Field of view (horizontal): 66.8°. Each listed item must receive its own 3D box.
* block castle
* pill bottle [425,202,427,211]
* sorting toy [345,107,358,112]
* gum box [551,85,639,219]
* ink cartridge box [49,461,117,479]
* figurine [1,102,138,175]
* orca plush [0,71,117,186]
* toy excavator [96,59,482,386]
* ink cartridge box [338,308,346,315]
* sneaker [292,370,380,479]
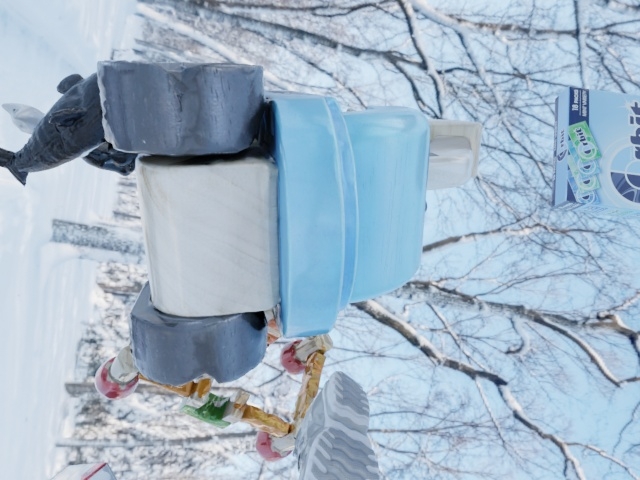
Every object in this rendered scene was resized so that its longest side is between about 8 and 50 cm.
[{"bbox_3d":[-0.219,0.268,1.084,0.213,0.453,0.303,-43,-156,47],"label":"block castle"},{"bbox_3d":[0.146,-0.061,1.211,0.219,0.123,0.123,-36,-151,-4],"label":"pill bottle"},{"bbox_3d":[0.141,-0.304,1.481,0.196,0.347,0.047,115,-6,-49],"label":"sorting toy"},{"bbox_3d":[0.399,-0.109,0.627,0.041,0.184,0.157,95,3,-80],"label":"gum box"},{"bbox_3d":[-0.544,0.556,1.054,0.175,0.127,0.073,-22,-83,35],"label":"ink cartridge box"},{"bbox_3d":[-0.539,-0.228,1.043,0.214,0.209,0.093,32,-76,24],"label":"figurine"},{"bbox_3d":[-0.429,-0.203,0.796,0.102,0.287,0.151,-34,103,-87],"label":"orca plush"},{"bbox_3d":[0.042,-0.064,0.524,0.433,0.444,0.223,-124,-146,-68],"label":"toy excavator"},{"bbox_3d":[0.000,0.000,0.986,0.283,0.117,0.208,85,8,-57],"label":"ink cartridge box"},{"bbox_3d":[0.013,0.312,0.689,0.115,0.105,0.281,-52,-177,18],"label":"sneaker"}]
